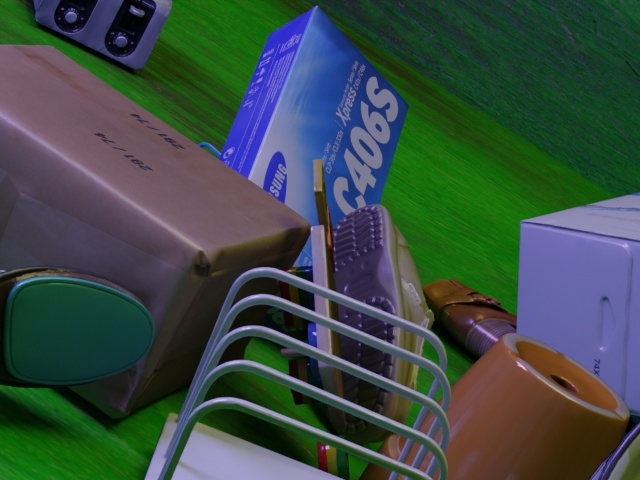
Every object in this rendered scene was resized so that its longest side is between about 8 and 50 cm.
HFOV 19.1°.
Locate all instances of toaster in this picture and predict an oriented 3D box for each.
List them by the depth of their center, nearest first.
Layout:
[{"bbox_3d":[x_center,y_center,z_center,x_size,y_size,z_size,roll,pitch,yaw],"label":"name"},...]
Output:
[{"bbox_3d":[-0.301,-0.328,2.595,0.168,0.110,0.186,26,15,-20],"label":"toaster"}]

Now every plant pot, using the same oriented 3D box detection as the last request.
[{"bbox_3d":[0.162,0.190,1.630,0.205,0.188,0.205,28,15,-8],"label":"plant pot"}]

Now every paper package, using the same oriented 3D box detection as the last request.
[{"bbox_3d":[-0.207,-0.019,1.646,0.325,0.168,0.309,33,13,12],"label":"paper package"}]

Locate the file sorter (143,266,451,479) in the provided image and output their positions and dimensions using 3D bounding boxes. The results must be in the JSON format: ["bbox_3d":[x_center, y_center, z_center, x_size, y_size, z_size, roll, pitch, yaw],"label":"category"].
[{"bbox_3d":[-0.015,0.157,1.351,0.193,0.173,0.278,22,19,-3],"label":"file sorter"}]

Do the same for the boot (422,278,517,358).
[{"bbox_3d":[0.216,0.101,2.272,0.152,0.073,0.197,36,13,37],"label":"boot"}]

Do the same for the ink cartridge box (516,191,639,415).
[{"bbox_3d":[0.381,0.064,2.174,0.197,0.198,0.270,12,17,42],"label":"ink cartridge box"}]

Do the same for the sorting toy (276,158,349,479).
[{"bbox_3d":[-0.010,0.068,1.629,0.046,0.274,0.132,-5,-27,3],"label":"sorting toy"}]

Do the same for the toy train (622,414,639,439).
[{"bbox_3d":[0.388,0.243,2.129,0.184,0.080,0.105,30,6,12],"label":"toy train"}]

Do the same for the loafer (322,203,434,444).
[{"bbox_3d":[0.062,0.085,1.822,0.092,0.102,0.268,38,40,-36],"label":"loafer"}]

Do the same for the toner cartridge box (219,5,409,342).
[{"bbox_3d":[-0.016,-0.073,1.977,0.165,0.075,0.348,44,40,-24],"label":"toner cartridge box"}]

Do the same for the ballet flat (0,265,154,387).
[{"bbox_3d":[-0.253,0.059,1.389,0.280,0.095,0.096,-2,18,-44],"label":"ballet flat"}]

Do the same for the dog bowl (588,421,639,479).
[{"bbox_3d":[0.334,0.283,1.335,0.408,0.408,0.150,28,-18,-8],"label":"dog bowl"}]

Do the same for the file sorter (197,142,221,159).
[{"bbox_3d":[-0.095,-0.033,2.033,0.170,0.104,0.118,14,21,-47],"label":"file sorter"}]
